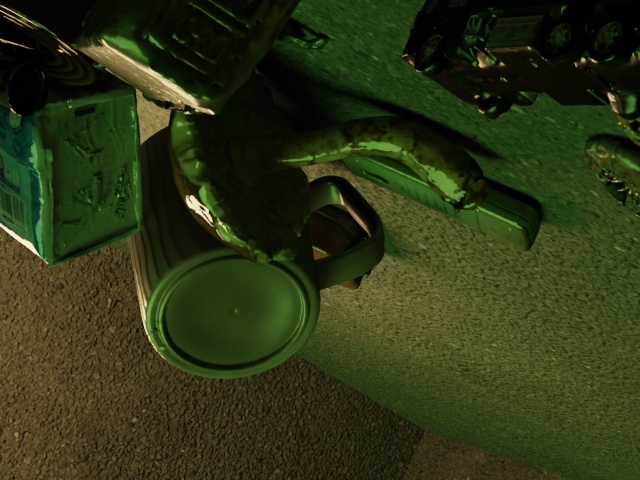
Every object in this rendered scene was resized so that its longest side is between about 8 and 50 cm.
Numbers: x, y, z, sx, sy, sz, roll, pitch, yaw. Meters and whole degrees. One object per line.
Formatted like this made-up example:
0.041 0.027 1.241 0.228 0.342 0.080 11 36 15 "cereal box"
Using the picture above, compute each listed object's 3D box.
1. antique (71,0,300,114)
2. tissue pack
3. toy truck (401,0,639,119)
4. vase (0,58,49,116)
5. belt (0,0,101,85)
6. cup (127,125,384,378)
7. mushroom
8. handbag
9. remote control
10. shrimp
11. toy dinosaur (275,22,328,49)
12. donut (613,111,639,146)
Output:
-0.134 -0.190 1.279 0.125 0.150 0.284 35 168 -17 "antique"
-0.330 -0.122 1.639 0.263 0.146 0.198 34 133 42 "tissue pack"
0.163 -0.142 0.883 0.088 0.121 0.259 32 168 -30 "toy truck"
-0.362 -0.174 1.491 0.167 0.059 0.059 17 166 32 "vase"
-0.346 -0.272 1.481 0.339 0.122 0.217 18 165 28 "belt"
-0.089 0.010 1.704 0.288 0.208 0.273 12 -147 -19 "cup"
-0.008 -0.103 1.494 0.302 0.232 0.208 -15 -175 -8 "mushroom"
0.000 0.000 2.066 0.151 0.072 0.193 22 166 25 "handbag"
0.132 -0.056 1.577 0.234 0.038 0.098 24 168 16 "remote control"
0.289 -0.047 1.290 0.091 0.034 0.161 32 170 49 "shrimp"
-0.048 -0.200 1.366 0.120 0.029 0.060 16 178 44 "toy dinosaur"
0.283 -0.085 1.013 0.175 0.068 0.174 25 169 5 "donut"
